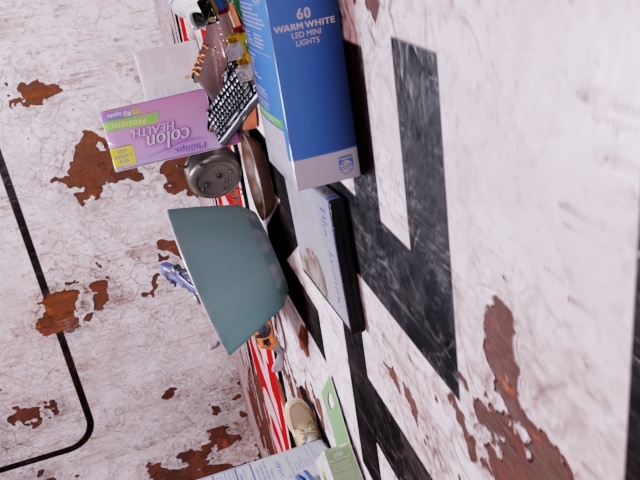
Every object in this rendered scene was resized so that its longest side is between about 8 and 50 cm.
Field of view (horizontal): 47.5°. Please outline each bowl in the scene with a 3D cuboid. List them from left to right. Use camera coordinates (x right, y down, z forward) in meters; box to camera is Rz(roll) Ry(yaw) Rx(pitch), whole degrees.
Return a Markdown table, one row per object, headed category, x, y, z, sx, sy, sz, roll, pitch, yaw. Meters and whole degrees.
| category | x | y | z | sx | sy | sz | roll | pitch | yaw |
| --- | --- | --- | --- | --- | --- | --- | --- | --- | --- |
| bowl | -0.171 | 0.052 | 1.442 | 0.311 | 0.163 | 0.312 | 156 | 90 | -83 |

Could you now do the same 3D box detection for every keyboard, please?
| category | x | y | z | sx | sy | sz | roll | pitch | yaw |
| --- | --- | --- | --- | --- | --- | --- | --- | --- | --- |
| keyboard | -0.144 | -0.247 | 1.199 | 0.180 | 0.023 | 0.108 | -39 | 63 | 48 |

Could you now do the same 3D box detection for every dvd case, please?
| category | x | y | z | sx | sy | sz | roll | pitch | yaw |
| --- | --- | --- | --- | --- | --- | --- | --- | --- | --- |
| dvd case | 0.000 | 0.000 | 1.000 | 0.253 | 0.022 | 0.180 | -134 | 32 | -67 |

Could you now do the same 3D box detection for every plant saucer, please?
| category | x | y | z | sx | sy | sz | roll | pitch | yaw |
| --- | --- | --- | --- | --- | --- | --- | --- | --- | --- |
| plant saucer | -0.117 | -0.122 | 1.380 | 0.168 | 0.029 | 0.168 | 164 | 90 | -79 |

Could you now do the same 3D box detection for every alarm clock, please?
| category | x | y | z | sx | sy | sz | roll | pitch | yaw |
| --- | --- | --- | --- | --- | --- | --- | --- | --- | --- |
| alarm clock | -0.241 | -0.148 | 1.717 | 0.192 | 0.129 | 0.064 | 44 | -165 | -52 |

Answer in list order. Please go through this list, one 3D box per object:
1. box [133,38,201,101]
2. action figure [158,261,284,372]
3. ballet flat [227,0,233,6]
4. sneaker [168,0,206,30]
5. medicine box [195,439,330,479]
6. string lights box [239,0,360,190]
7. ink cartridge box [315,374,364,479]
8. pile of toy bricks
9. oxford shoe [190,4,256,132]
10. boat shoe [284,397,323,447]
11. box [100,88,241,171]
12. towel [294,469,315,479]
| category | x | y | z | sx | sy | sz | roll | pitch | yaw |
| --- | --- | --- | --- | --- | --- | --- | --- | --- | --- |
| box | -0.406 | -0.459 | 1.967 | 0.130 | 0.170 | 0.091 | 124 | 129 | -74 |
| action figure | -0.210 | 0.126 | 1.725 | 0.341 | 0.178 | 0.330 | 25 | 131 | 29 |
| ballet flat | -0.165 | -0.449 | 1.169 | 0.070 | 0.070 | 0.188 | 125 | 132 | -74 |
| sneaker | -0.239 | -0.447 | 1.394 | 0.258 | 0.094 | 0.091 | -160 | 61 | -75 |
| medicine box | -0.084 | 0.571 | 1.411 | 0.149 | 0.289 | 0.264 | -154 | 50 | -74 |
| string lights box | -0.029 | -0.198 | 0.765 | 0.133 | 0.076 | 0.260 | -129 | 27 | -62 |
| ink cartridge box | 0.022 | 0.369 | 1.264 | 0.171 | 0.056 | 0.235 | 103 | 148 | -67 |
| pile of toy bricks | -0.088 | -0.316 | 0.896 | 0.105 | 0.118 | 0.212 | -76 | -32 | -49 |
| oxford shoe | -0.180 | -0.314 | 1.267 | 0.097 | 0.098 | 0.271 | -127 | 26 | -62 |
| boat shoe | -0.023 | 0.410 | 1.516 | 0.170 | 0.063 | 0.059 | 67 | 166 | -7 |
| box | -0.291 | -0.227 | 1.469 | 0.243 | 0.213 | 0.117 | -74 | -28 | -79 |
| towel | 0.048 | 0.542 | 1.222 | 0.209 | 0.034 | 0.285 | 28 | 143 | 61 |
